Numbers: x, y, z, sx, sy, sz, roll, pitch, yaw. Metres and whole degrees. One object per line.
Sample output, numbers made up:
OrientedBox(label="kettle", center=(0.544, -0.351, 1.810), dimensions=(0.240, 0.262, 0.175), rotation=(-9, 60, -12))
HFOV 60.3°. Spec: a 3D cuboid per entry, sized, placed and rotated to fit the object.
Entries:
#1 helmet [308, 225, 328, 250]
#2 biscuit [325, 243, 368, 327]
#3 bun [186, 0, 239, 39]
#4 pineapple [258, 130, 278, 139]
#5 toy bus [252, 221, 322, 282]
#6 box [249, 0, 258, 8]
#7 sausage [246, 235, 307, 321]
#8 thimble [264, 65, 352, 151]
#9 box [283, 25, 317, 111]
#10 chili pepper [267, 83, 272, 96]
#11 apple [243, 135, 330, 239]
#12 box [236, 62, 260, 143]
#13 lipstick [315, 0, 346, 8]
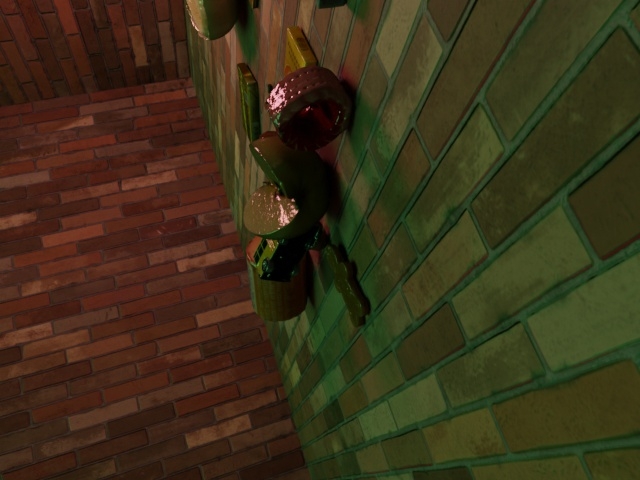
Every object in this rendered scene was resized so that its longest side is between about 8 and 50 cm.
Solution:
OrientedBox(label="helmet", center=(0.002, 0.000, 1.732), dimensions=(0.084, 0.049, 0.065), rotation=(-57, 11, 31))
OrientedBox(label="biscuit", center=(0.077, 0.118, 1.594), dimensions=(0.165, 0.036, 0.250), rotation=(105, 144, -60))
OrientedBox(label="bun", center=(-0.414, -0.956, 2.089), dimensions=(0.364, 0.202, 0.365), rotation=(159, 90, -77))
OrientedBox(label="pineapple", center=(-0.144, -0.265, 1.936), dimensions=(0.111, 0.119, 0.237), rotation=(5, 121, 27))
OrientedBox(label="toy bus", center=(-0.115, 0.002, 1.832), dimensions=(0.262, 0.127, 0.150), rotation=(-59, 37, 29))
OrientedBox(label="box", center=(-0.228, -0.860, 1.843), dimensions=(0.133, 0.023, 0.090), rotation=(114, 141, -66))
OrientedBox(label="sausage", center=(-0.163, 0.135, 2.105), dimensions=(0.233, 0.232, 0.287), rotation=(-120, 22, -46))
OrientedBox(label="thimble", center=(-0.024, -0.310, 1.301), dimensions=(0.163, 0.189, 0.125), rotation=(56, -171, -52))
OrientedBox(label="box", center=(-0.065, -0.452, 1.577), dimensions=(0.269, 0.043, 0.153), rotation=(102, 151, -58))
OrientedBox(label="chili pepper", center=(-0.181, -0.520, 1.977), dimensions=(0.027, 0.022, 0.084), rotation=(-128, 32, -59))
OrientedBox(label="apple", center=(-0.088, -0.148, 1.580), dimensions=(0.257, 0.233, 0.296), rotation=(27, 120, 53))
OrientedBox(label="box", center=(-0.300, -0.567, 2.323), dimensions=(0.312, 0.043, 0.173), rotation=(91, 159, -45))
OrientedBox(label="lipstick", center=(-0.021, -0.650, 1.203), dimensions=(0.068, 0.066, 0.318), rotation=(110, 144, -64))
